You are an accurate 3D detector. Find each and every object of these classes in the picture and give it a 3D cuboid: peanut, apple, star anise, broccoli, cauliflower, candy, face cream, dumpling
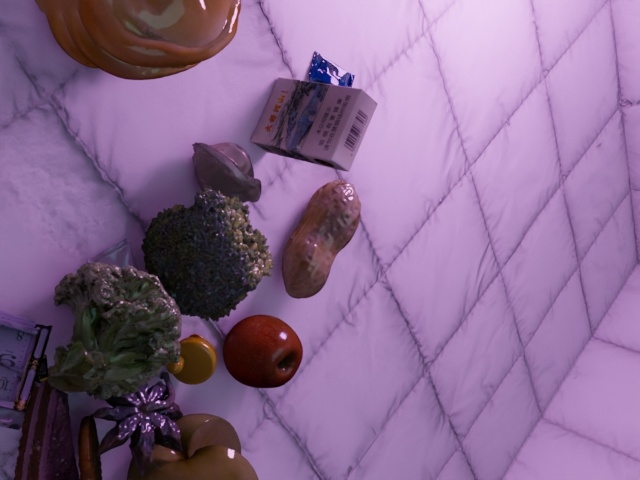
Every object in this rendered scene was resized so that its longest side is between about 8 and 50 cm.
[{"bbox_3d":[0.000,0.000,1.746,0.149,0.149,0.313,37,76,-47],"label":"peanut"},{"bbox_3d":[-0.136,0.267,1.674,0.181,0.168,0.181,-27,128,-40],"label":"apple"},{"bbox_3d":[-0.362,0.347,1.453,0.081,0.230,0.262,-51,-178,34],"label":"star anise"},{"bbox_3d":[-0.226,0.037,1.441,0.260,0.288,0.235,-8,67,-57],"label":"broccoli"},{"bbox_3d":[-0.271,0.530,1.538,0.292,0.292,0.254,-31,128,-36],"label":"apple"},{"bbox_3d":[-0.387,0.177,1.283,0.275,0.272,0.250,65,32,-21],"label":"cauliflower"},{"bbox_3d":[0.025,-0.387,1.700,0.136,0.038,0.088,21,85,-39],"label":"candy"},{"bbox_3d":[-0.386,0.120,1.440,0.092,0.058,0.243,-33,120,-29],"label":"face cream"},{"bbox_3d":[-0.190,-0.139,1.494,0.118,0.136,0.199,-66,149,-17],"label":"dumpling"}]

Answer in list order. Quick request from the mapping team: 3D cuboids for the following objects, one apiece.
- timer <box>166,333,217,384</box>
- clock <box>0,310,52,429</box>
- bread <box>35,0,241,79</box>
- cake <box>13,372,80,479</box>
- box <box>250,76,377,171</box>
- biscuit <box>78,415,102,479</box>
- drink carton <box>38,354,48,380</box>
[{"bbox_3d":[-0.284,0.268,1.558,0.107,0.109,0.107,-1,101,-3],"label":"timer"},{"bbox_3d":[-0.584,0.195,1.159,0.253,0.083,0.186,25,63,-33],"label":"clock"},{"bbox_3d":[-0.289,-0.381,1.211,0.316,0.270,0.211,-37,143,-40],"label":"bread"},{"bbox_3d":[-0.514,0.395,1.358,0.113,0.116,0.295,-9,114,-47],"label":"cake"},{"bbox_3d":[-0.019,-0.257,1.534,0.069,0.256,0.164,29,83,-49],"label":"box"},{"bbox_3d":[-0.457,0.442,1.398,0.027,0.188,0.188,-6,112,-12],"label":"biscuit"},{"bbox_3d":[-0.581,0.242,1.261,0.166,0.071,0.056,-16,113,-41],"label":"drink carton"}]
